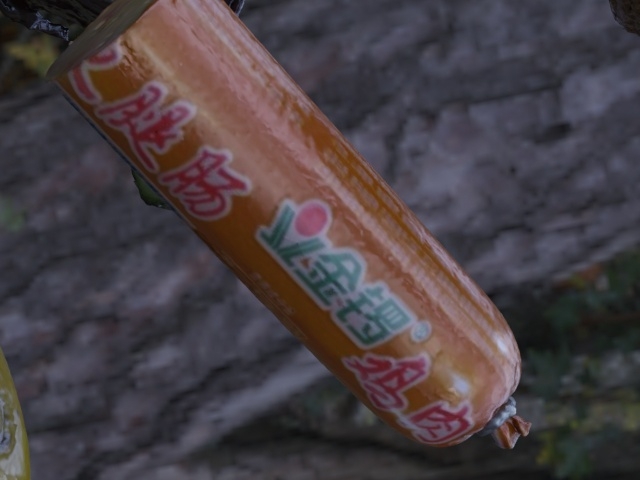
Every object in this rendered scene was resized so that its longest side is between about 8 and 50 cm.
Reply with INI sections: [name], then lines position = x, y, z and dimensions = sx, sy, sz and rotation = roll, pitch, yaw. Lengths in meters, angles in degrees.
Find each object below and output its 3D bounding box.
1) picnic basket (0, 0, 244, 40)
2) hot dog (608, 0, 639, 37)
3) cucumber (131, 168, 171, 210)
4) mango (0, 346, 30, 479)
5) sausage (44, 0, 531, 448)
[picnic basket]
position = -0.134, -0.292, 1.467
dimensions = 0.129, 0.222, 0.297
rotation = 161, -51, -79
[hot dog]
position = 0.299, -0.202, 1.086
dimensions = 0.387, 0.267, 0.174
rotation = -53, 136, -74
[cucumber]
position = -0.025, -0.028, 1.242
dimensions = 0.293, 0.067, 0.067
rotation = 19, 58, -60
[mango]
position = -0.372, 0.159, 1.632
dimensions = 0.253, 0.182, 0.365
rotation = -21, -104, 53
[sausage]
position = 0.000, 0.000, 0.936
dimensions = 0.312, 0.093, 0.093
rotation = 47, 15, -16
